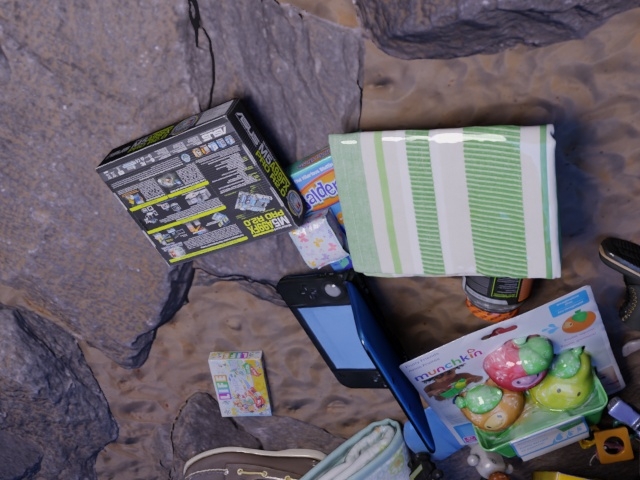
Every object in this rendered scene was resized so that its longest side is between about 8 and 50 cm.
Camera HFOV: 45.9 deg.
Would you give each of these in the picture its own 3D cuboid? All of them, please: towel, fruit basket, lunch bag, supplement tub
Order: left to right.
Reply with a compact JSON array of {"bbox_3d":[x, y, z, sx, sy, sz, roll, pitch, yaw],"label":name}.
[{"bbox_3d":[0.000,0.000,1.214,0.071,0.053,0.083,-23,109,20],"label":"lunch bag"},{"bbox_3d":[0.044,0.574,1.531,0.374,0.090,0.320,-31,127,-21],"label":"towel"},{"bbox_3d":[0.187,-0.053,1.125,0.325,0.038,0.248,0,118,22],"label":"towel"},{"bbox_3d":[0.294,0.032,1.229,0.117,0.117,0.190,4,124,2],"label":"supplement tub"},{"bbox_3d":[0.344,0.242,1.293,0.327,0.165,0.353,-25,141,11],"label":"fruit basket"}]

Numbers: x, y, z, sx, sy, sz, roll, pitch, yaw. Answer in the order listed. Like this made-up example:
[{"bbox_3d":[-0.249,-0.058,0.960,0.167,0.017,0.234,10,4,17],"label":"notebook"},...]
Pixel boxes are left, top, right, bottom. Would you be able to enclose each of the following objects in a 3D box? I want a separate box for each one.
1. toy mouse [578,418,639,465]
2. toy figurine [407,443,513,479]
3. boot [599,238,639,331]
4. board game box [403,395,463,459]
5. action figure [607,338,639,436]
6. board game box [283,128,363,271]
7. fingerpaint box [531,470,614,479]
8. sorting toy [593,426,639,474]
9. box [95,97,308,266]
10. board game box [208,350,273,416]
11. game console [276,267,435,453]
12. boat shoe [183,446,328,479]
[{"bbox_3d":[0.581,0.390,1.496,0.143,0.031,0.161,1,124,4],"label":"toy mouse"},{"bbox_3d":[0.290,0.509,1.494,0.209,0.148,0.213,-18,127,1],"label":"toy figurine"},{"bbox_3d":[0.525,0.087,1.277,0.198,0.077,0.137,25,127,-11],"label":"boot"},{"bbox_3d":[0.246,0.363,1.506,0.169,0.033,0.133,-38,115,16],"label":"board game box"},{"bbox_3d":[0.616,0.268,1.218,0.341,0.330,0.178,30,115,-20],"label":"action figure"},{"bbox_3d":[0.048,-0.056,1.232,0.160,0.047,0.210,-25,118,21],"label":"board game box"},{"bbox_3d":[0.568,0.518,1.327,0.371,0.163,0.445,8,165,14],"label":"fingerpaint box"},{"bbox_3d":[0.696,0.363,1.429,0.348,0.047,0.196,-1,95,10],"label":"sorting toy"},{"bbox_3d":[-0.188,-0.082,1.197,0.270,0.060,0.216,-16,122,29],"label":"box"},{"bbox_3d":[-0.155,0.284,1.489,0.103,0.026,0.154,-3,124,7],"label":"board game box"},{"bbox_3d":[0.056,0.209,1.289,0.250,0.173,0.293,-8,127,35],"label":"game console"},{"bbox_3d":[-0.140,0.509,1.596,0.324,0.096,0.116,-3,123,6],"label":"boat shoe"}]
